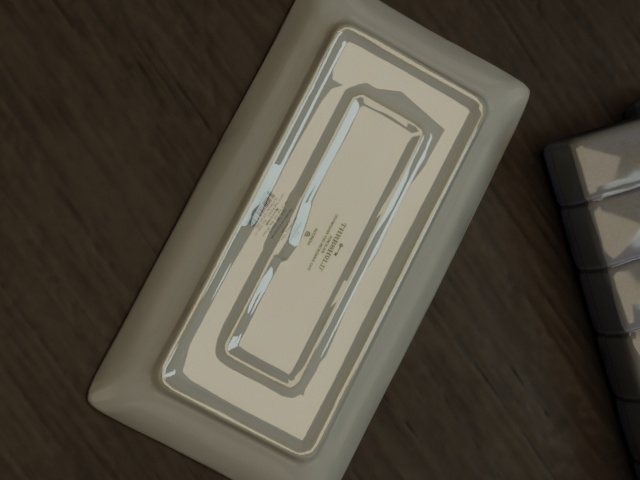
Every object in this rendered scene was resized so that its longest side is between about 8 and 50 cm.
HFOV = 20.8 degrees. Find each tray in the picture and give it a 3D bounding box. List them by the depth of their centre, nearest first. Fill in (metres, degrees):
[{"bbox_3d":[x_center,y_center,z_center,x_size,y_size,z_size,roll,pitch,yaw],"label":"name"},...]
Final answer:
[{"bbox_3d":[0.000,0.000,0.934,0.145,0.030,0.270,28,82,-9],"label":"tray"}]

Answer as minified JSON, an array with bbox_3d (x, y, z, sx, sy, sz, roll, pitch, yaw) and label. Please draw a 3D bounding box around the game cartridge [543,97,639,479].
[{"bbox_3d":[0.319,-0.002,0.992,0.355,0.068,0.230,-16,87,-13],"label":"game cartridge"}]
